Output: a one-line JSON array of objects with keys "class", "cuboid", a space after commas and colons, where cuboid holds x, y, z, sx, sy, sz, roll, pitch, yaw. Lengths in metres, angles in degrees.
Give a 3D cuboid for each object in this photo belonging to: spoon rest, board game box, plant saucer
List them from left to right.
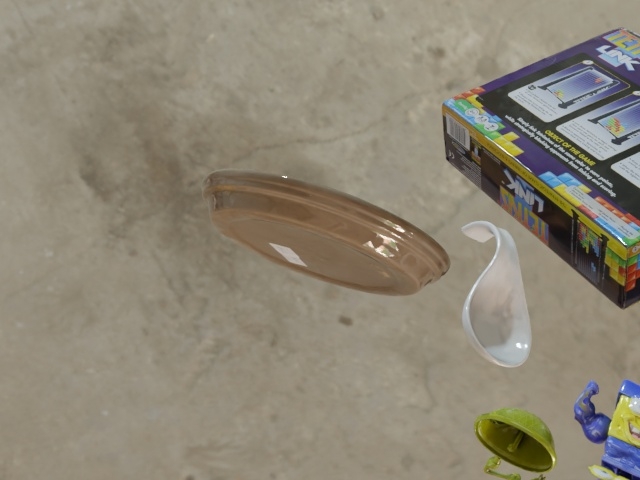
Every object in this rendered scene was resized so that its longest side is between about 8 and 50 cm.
[{"class": "plant saucer", "cuboid": [0.000, 0.000, 1.002, 0.278, 0.278, 0.041, 14, 76, 22]}, {"class": "spoon rest", "cuboid": [0.282, 0.078, 1.532, 0.084, 0.137, 0.276, -42, 37, 42]}, {"class": "board game box", "cuboid": [0.174, -0.051, 0.544, 0.141, 0.048, 0.170, -23, 41, -15]}]

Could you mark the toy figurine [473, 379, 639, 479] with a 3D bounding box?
[{"class": "toy figurine", "cuboid": [0.433, 0.291, 1.368, 0.363, 0.191, 0.217, 22, 60, 28]}]
